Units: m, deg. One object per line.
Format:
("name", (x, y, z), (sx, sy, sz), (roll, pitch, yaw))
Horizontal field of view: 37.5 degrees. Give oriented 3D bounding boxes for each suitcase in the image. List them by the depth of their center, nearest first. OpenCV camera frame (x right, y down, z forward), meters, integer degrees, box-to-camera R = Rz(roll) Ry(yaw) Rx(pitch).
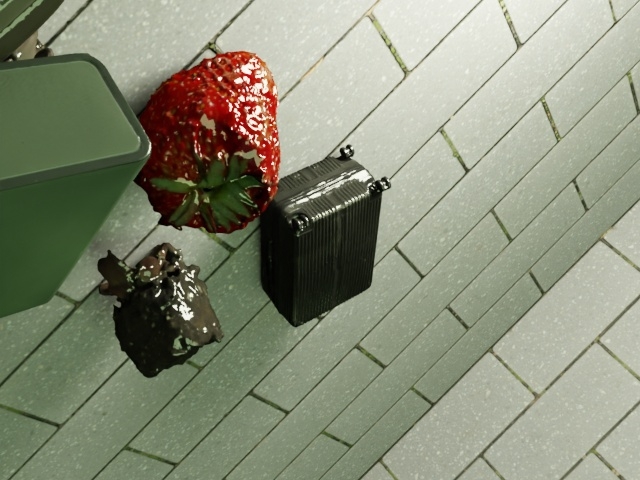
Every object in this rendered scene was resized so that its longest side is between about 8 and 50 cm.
("suitcase", (0.000, 0.000, 1.922), (0.229, 0.152, 0.335), (-26, 143, -24))

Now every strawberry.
("strawberry", (-0.177, -0.158, 1.537), (0.261, 0.258, 0.261), (-5, 141, -4))

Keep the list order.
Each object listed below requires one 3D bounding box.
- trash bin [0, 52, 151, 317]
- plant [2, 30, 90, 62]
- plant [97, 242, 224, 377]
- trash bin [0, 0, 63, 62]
("trash bin", (-0.375, -0.036, 1.113), (0.223, 0.158, 0.343), (-19, 157, -43))
("plant", (-0.441, -0.150, 1.250), (0.321, 0.181, 0.194), (-48, 166, 17))
("plant", (-0.296, 0.123, 1.706), (0.178, 0.234, 0.204), (-37, 175, 27))
("trash bin", (-0.435, -0.336, 1.008), (0.220, 0.250, 0.219), (-41, 146, -5))
